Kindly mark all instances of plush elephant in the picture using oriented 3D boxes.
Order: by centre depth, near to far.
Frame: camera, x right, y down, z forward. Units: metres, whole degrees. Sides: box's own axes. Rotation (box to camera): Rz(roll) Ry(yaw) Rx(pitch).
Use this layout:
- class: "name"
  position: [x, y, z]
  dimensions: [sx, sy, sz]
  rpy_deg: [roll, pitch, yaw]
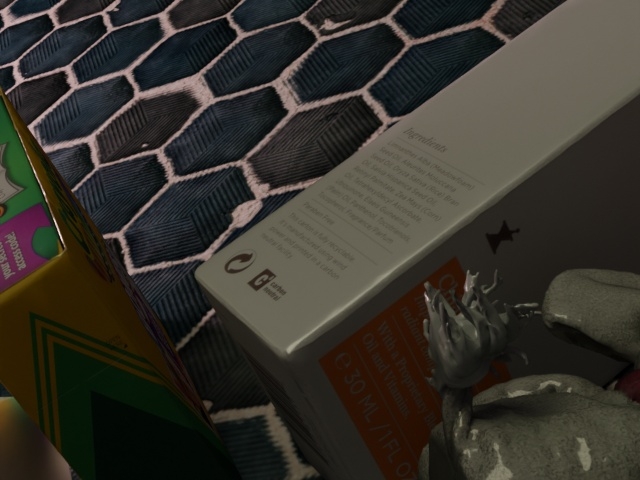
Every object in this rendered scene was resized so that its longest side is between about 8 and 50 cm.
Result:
- class: "plush elephant"
  position: [0.200, 0.143, 0.740]
  dimensions: [0.255, 0.330, 0.272]
  rpy_deg: [-13, 24, -10]

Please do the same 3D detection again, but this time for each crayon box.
- class: "crayon box"
  position: [-0.212, 0.068, 1.068]
  dimensions: [0.106, 0.313, 0.363]
  rpy_deg: [-32, 33, -6]

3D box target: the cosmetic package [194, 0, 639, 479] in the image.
- class: "cosmetic package"
  position: [0.157, 0.003, 0.972]
  dimensions: [0.453, 0.230, 0.161]
  rpy_deg: [-37, 35, -12]

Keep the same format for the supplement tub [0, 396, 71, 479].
- class: "supplement tub"
  position: [-0.387, 0.234, 0.955]
  dimensions: [0.331, 0.241, 0.241]
  rpy_deg: [-5, 38, 13]
